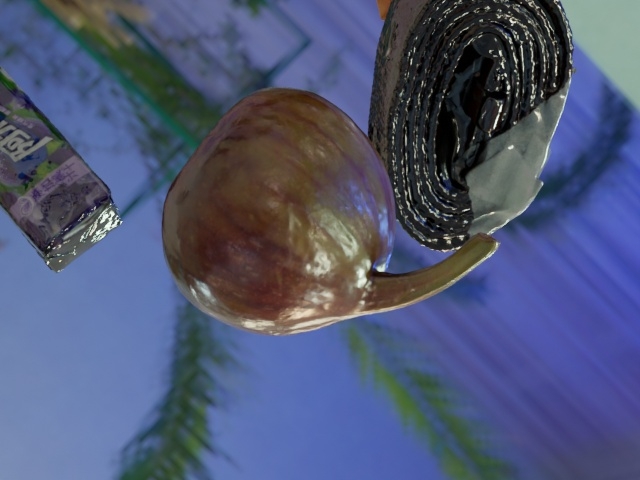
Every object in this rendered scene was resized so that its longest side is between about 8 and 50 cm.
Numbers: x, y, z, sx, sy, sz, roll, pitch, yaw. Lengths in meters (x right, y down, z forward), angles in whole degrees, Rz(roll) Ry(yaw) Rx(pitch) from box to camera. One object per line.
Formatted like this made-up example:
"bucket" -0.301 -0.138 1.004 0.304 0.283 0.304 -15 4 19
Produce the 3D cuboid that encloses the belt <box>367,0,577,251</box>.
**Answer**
"belt" 0.140 -0.143 1.837 0.164 0.184 0.289 -109 -151 -65

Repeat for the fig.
"fig" -0.007 0.003 1.335 0.175 0.207 0.175 -48 170 -11

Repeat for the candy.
"candy" -0.308 -0.109 1.762 0.088 0.312 0.061 -39 159 -10

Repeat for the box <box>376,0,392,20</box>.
"box" 0.154 -0.460 2.375 0.225 0.341 0.143 -14 176 -35
